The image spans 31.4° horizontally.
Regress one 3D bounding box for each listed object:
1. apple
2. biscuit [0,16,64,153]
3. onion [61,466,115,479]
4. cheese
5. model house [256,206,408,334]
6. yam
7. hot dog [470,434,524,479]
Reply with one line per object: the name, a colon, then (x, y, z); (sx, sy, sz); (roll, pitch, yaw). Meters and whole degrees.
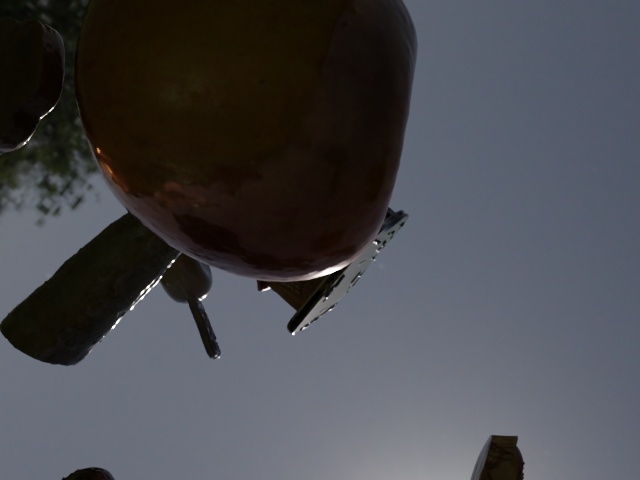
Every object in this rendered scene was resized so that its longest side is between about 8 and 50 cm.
apple: (-0.062, -0.113, 0.956); (0.299, 0.275, 0.299); (-173, -90, -86)
biscuit: (-0.352, -0.110, 1.025); (0.319, 0.047, 0.183); (3, -111, 41)
onion: (-0.292, 0.333, 1.413); (0.107, 0.097, 0.107); (-58, -176, 6)
cheese: (-0.224, 0.063, 1.887); (0.082, 0.286, 0.163); (-22, 172, 5)
model house: (0.000, 0.001, 1.733); (0.207, 0.154, 0.294); (-52, 172, 16)
yam: (-0.326, 0.066, 1.701); (0.330, 0.133, 0.133); (-41, -152, 11)
hot dog: (0.174, 0.299, 1.200); (0.099, 0.053, 0.192); (91, 16, -68)
